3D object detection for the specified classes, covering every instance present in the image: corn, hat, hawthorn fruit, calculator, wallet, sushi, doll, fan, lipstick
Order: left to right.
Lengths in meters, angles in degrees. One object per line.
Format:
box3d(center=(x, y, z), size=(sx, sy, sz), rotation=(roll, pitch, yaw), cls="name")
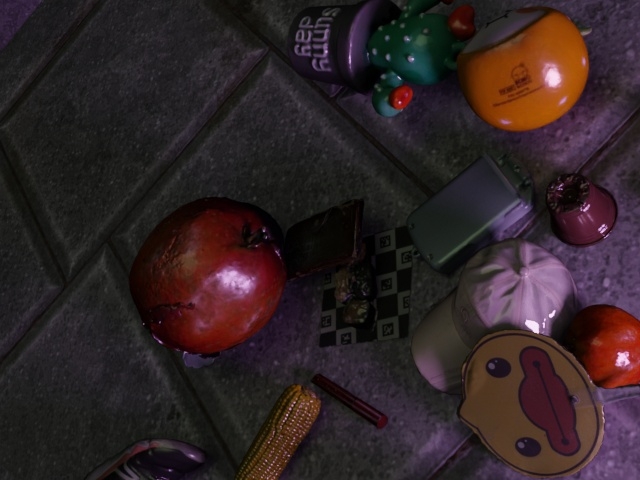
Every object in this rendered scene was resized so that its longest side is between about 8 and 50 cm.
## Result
box3d(center=(-0.201, 0.061, 1.573), size=(0.316, 0.316, 0.316), rotation=(-17, 59, 30), cls="hawthorn fruit")
box3d(center=(-0.078, 0.357, 1.466), size=(0.080, 0.080, 0.231), rotation=(33, 94, 43), cls="corn")
box3d(center=(0.000, 0.000, 1.566), size=(0.232, 0.031, 0.122), rotation=(-22, 56, 51), cls="wallet")
box3d(center=(0.046, 0.273, 1.445), size=(0.176, 0.027, 0.027), rotation=(26, 85, 44), cls="lipstick")
box3d(center=(0.069, 0.075, 1.508), size=(0.192, 0.050, 0.215), rotation=(-12, 61, 33), cls="sushi")
box3d(center=(0.251, -0.048, 1.434), size=(0.246, 0.045, 0.141), rotation=(-40, 50, 15), cls="calculator")
box3d(center=(0.253, 0.113, 1.281), size=(0.275, 0.161, 0.232), rotation=(-35, 47, 23), cls="hat")
box3d(center=(0.345, -0.297, 1.412), size=(0.213, 0.213, 0.236), rotation=(-17, 20, 30), cls="doll")
box3d(center=(0.325, 0.221, 1.163), size=(0.335, 0.011, 0.230), rotation=(-20, 94, 39), cls="fan")
box3d(center=(0.404, 0.154, 1.165), size=(0.140, 0.125, 0.125), rotation=(21, 81, 35), cls="hawthorn fruit")

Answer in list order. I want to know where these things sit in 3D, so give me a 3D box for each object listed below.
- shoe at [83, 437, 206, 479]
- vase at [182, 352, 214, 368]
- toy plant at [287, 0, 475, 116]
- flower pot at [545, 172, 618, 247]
box3d(center=(-0.340, 0.467, 1.580), size=(0.291, 0.114, 0.137), rotation=(-32, 47, 24), cls="shoe")
box3d(center=(-0.260, 0.179, 1.694), size=(0.081, 0.081, 0.149), rotation=(-44, 46, 12), cls="vase")
box3d(center=(0.121, -0.358, 1.590), size=(0.400, 0.185, 0.279), rotation=(14, 55, 40), cls="toy plant")
box3d(center=(0.394, -0.055, 1.298), size=(0.111, 0.089, 0.111), rotation=(-17, 59, 30), cls="flower pot")
